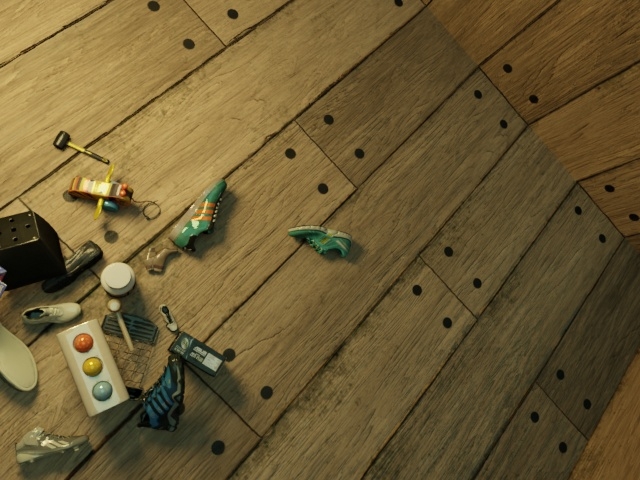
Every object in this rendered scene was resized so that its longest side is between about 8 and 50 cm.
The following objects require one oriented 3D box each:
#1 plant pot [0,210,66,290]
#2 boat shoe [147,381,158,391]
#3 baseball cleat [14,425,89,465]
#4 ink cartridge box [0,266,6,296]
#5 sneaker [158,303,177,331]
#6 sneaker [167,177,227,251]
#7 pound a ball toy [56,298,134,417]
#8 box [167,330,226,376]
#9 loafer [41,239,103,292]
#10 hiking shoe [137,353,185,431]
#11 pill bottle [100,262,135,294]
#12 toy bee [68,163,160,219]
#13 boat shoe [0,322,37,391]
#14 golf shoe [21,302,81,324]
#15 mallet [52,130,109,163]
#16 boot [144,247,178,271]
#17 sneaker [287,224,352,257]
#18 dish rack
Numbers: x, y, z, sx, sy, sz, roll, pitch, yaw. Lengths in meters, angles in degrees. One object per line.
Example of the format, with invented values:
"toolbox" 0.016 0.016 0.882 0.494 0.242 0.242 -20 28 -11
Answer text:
"plant pot" -0.938 0.018 1.567 0.187 0.167 0.188 -18 59 -21
"boat shoe" -0.550 0.505 1.715 0.125 0.038 0.046 -34 92 -23
"baseball cleat" -0.844 0.627 1.563 0.206 0.072 0.109 -12 76 -26
"ink cartridge box" -1.066 0.108 1.470 0.311 0.065 0.186 35 102 5
"sneaker" -0.541 0.276 1.766 0.040 0.044 0.109 -30 92 -25
"sneaker" -0.429 -0.093 1.857 0.121 0.108 0.302 38 77 -10
"pound a ball toy" -0.684 0.359 1.569 0.208 0.136 0.319 -22 85 -23
"box" -0.430 0.393 1.725 0.180 0.147 0.077 35 69 -10
"loafer" -0.845 0.088 1.681 0.078 0.076 0.223 43 69 10
"hiking shoe" -0.517 0.505 1.621 0.132 0.113 0.304 6 111 -20
"pill bottle" -0.676 0.132 1.664 0.108 0.193 0.108 5 77 -20
"toy bee" -0.719 -0.175 1.733 0.298 0.162 0.195 -7 79 -22
"boat shoe" -1.020 0.350 1.561 0.099 0.116 0.319 -31 100 20
"golf shoe" -0.878 0.240 1.625 0.176 0.086 0.069 -9 80 -23
"mallet" -0.852 -0.334 1.787 0.189 0.039 0.062 19 76 -20
"boot" -0.577 0.070 1.801 0.118 0.042 0.087 2 84 -19
"sneaker" 0.000 0.000 1.998 0.275 0.107 0.110 13 84 -17
"dish rack" -0.671 0.383 1.678 0.208 0.074 0.272 18 73 -17
